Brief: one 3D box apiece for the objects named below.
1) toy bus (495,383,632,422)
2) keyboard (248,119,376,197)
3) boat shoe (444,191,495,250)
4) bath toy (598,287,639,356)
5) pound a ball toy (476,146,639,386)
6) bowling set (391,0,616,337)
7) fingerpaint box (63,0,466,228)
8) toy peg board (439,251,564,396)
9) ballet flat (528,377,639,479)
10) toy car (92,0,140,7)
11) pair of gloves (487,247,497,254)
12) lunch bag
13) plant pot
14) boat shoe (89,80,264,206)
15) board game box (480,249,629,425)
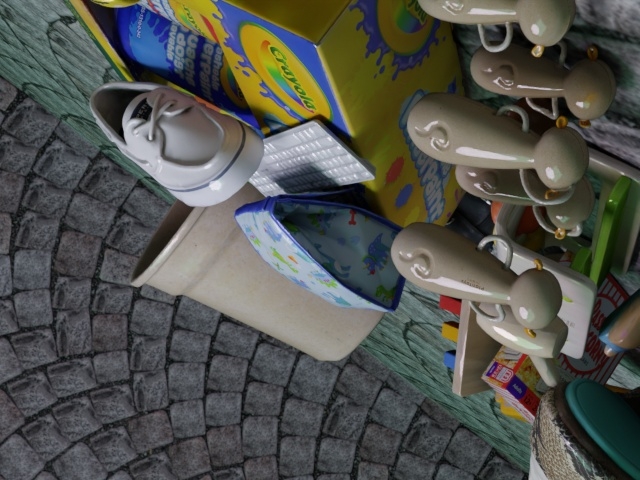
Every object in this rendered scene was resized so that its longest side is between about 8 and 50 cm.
[{"bbox_3d":[0.407,0.263,1.403,0.333,0.130,0.108,14,168,-17],"label":"toy bus"},{"bbox_3d":[-0.029,-0.071,0.945,0.072,0.014,0.256,36,165,-18],"label":"keyboard"},{"bbox_3d":[0.138,-0.025,1.269,0.127,0.113,0.340,41,169,-22],"label":"boat shoe"},{"bbox_3d":[0.469,0.171,1.076,0.348,0.151,0.129,37,126,0],"label":"bath toy"},{"bbox_3d":[0.216,0.037,1.014,0.136,0.208,0.319,27,168,20],"label":"pound a ball toy"},{"bbox_3d":[0.180,-0.091,0.819,0.154,0.200,0.287,22,121,38],"label":"bowling set"},{"bbox_3d":[-0.056,-0.187,0.995,0.371,0.163,0.445,29,166,23],"label":"fingerpaint box"},{"bbox_3d":[0.210,0.091,1.243,0.161,0.160,0.079,-6,-163,-36],"label":"toy peg board"},{"bbox_3d":[0.342,0.250,1.153,0.483,0.182,0.164,5,-134,-52],"label":"ballet flat"},{"bbox_3d":[-0.100,-0.298,0.768,0.225,0.239,0.053,64,-170,29],"label":"toy car"},{"bbox_3d":[0.240,0.016,1.405,0.083,0.010,0.074,32,169,17],"label":"pair of gloves"},{"bbox_3d":[0.000,0.000,0.963,0.151,0.096,0.129,25,169,-17],"label":"lunch bag"},{"bbox_3d":[-0.051,0.005,1.446,0.305,0.333,0.334,35,170,-13],"label":"plant pot"},{"bbox_3d":[-0.150,-0.101,0.964,0.084,0.095,0.258,40,167,-36],"label":"boat shoe"},{"bbox_3d":[0.295,0.128,1.216,0.147,0.193,0.045,42,167,-34],"label":"board game box"}]
